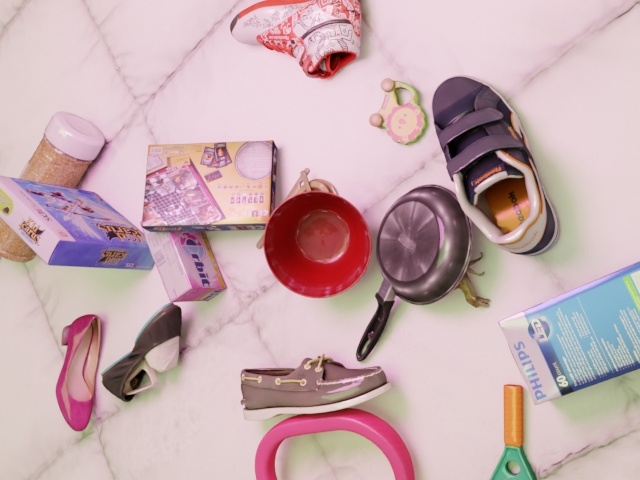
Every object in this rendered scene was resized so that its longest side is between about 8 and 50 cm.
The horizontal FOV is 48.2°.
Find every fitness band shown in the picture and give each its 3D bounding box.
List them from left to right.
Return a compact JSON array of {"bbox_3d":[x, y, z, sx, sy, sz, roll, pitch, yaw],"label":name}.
[{"bbox_3d":[0.017,0.393,1.213,0.291,0.054,0.208,-17,93,29],"label":"fitness band"}]

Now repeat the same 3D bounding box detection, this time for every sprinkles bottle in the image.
[{"bbox_3d":[-0.624,-0.117,1.616,0.121,0.121,0.355,47,111,24],"label":"sprinkles bottle"}]

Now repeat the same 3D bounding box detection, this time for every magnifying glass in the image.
[{"bbox_3d":[0.294,0.337,1.091,0.092,0.026,0.230,-1,86,31],"label":"magnifying glass"}]

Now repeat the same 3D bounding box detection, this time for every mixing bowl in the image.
[{"bbox_3d":[0.000,0.000,1.227,0.182,0.098,0.181,1,100,7],"label":"mixing bowl"}]

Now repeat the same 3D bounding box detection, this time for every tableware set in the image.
[{"bbox_3d":[-0.043,-0.028,1.305,0.128,0.039,0.194,41,108,26],"label":"tableware set"}]

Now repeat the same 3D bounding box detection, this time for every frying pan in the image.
[{"bbox_3d":[0.119,0.041,1.183,0.326,0.053,0.197,-43,52,36],"label":"frying pan"}]

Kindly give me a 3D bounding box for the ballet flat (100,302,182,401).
[{"bbox_3d":[-0.344,0.237,1.453,0.096,0.095,0.280,52,123,12],"label":"ballet flat"}]

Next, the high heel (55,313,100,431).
[{"bbox_3d":[-0.509,0.284,1.550,0.117,0.082,0.244,-23,63,38],"label":"high heel"}]

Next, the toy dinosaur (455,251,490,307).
[{"bbox_3d":[0.198,0.037,1.148,0.183,0.053,0.092,36,107,28],"label":"toy dinosaur"}]

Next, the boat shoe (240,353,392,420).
[{"bbox_3d":[-0.020,0.248,1.237,0.305,0.109,0.091,-17,84,33],"label":"boat shoe"}]

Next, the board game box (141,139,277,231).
[{"bbox_3d":[-0.206,-0.100,1.337,0.244,0.042,0.165,-1,75,9],"label":"board game box"}]

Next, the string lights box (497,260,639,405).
[{"bbox_3d":[0.400,0.124,1.006,0.260,0.077,0.133,-29,73,27],"label":"string lights box"}]

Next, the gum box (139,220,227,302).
[{"bbox_3d":[-0.270,0.024,1.400,0.062,0.107,0.188,-33,72,26],"label":"gum box"}]

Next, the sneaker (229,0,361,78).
[{"bbox_3d":[-0.050,-0.360,1.296,0.270,0.090,0.144,-8,81,28],"label":"sneaker"}]

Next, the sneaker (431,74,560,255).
[{"bbox_3d":[0.253,-0.127,1.082,0.126,0.127,0.321,-36,69,26],"label":"sneaker"}]

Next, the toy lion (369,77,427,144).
[{"bbox_3d":[0.138,-0.216,1.212,0.096,0.034,0.100,21,98,23],"label":"toy lion"}]

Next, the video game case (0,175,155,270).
[{"bbox_3d":[-0.497,-0.033,1.446,0.244,0.270,0.061,37,104,27],"label":"video game case"}]
